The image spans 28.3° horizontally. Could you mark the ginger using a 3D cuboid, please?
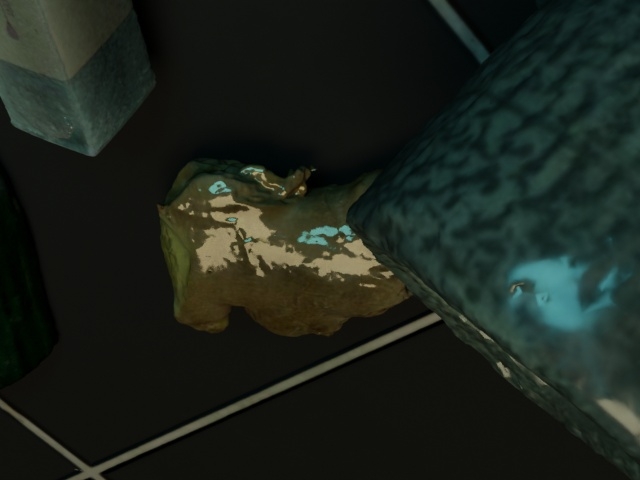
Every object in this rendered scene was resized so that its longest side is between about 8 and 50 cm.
[{"bbox_3d":[0.000,0.004,0.797,0.213,0.074,0.137,-6,131,8],"label":"ginger"}]

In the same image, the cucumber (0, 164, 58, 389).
[{"bbox_3d":[-0.258,0.011,0.859,0.115,0.063,0.244,2,131,8],"label":"cucumber"}]

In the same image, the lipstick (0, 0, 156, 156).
[{"bbox_3d":[-0.155,-0.176,0.615,0.066,0.068,0.317,22,148,23],"label":"lipstick"}]

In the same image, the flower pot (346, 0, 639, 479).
[{"bbox_3d":[0.202,-0.024,0.576,0.299,0.299,0.283,41,87,-24],"label":"flower pot"}]
